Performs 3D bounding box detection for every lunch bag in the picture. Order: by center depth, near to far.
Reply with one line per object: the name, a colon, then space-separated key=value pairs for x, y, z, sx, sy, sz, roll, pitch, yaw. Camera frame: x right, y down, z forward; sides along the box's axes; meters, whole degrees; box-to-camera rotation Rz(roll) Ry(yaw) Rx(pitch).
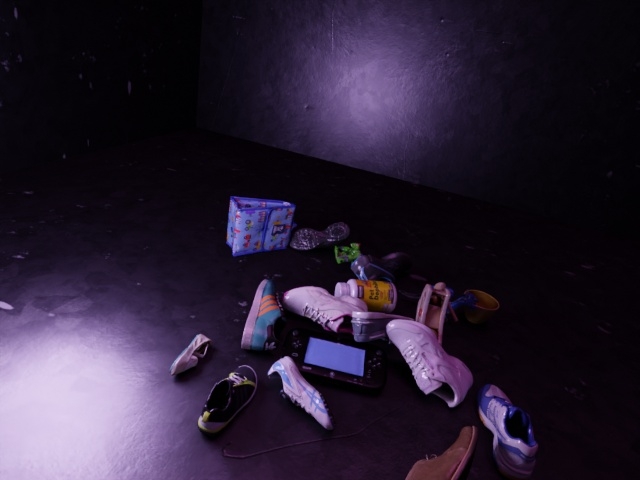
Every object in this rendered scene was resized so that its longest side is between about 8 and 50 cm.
lunch bag: x=-0.245 y=-0.065 z=1.810 sx=0.293 sy=0.221 sz=0.138 roll=-3 pitch=29 yaw=-27

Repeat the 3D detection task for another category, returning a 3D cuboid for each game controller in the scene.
game controller: x=0.042 y=0.355 z=1.240 sx=0.319 sy=0.067 sz=0.166 roll=12 pitch=25 yaw=3

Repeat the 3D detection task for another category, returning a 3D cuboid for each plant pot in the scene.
plant pot: x=0.617 y=0.271 z=1.628 sx=0.134 sy=0.095 sz=0.134 roll=9 pitch=25 yaw=-4

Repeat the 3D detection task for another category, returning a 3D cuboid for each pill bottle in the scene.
pill bottle: x=0.166 y=0.206 z=1.544 sx=0.215 sy=0.117 sz=0.117 roll=5 pitch=26 yaw=-13

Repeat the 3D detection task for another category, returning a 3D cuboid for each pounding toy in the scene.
pounding toy: x=0.419 y=0.248 z=1.428 sx=0.155 sy=0.154 sz=0.269 roll=13 pitch=60 yaw=4

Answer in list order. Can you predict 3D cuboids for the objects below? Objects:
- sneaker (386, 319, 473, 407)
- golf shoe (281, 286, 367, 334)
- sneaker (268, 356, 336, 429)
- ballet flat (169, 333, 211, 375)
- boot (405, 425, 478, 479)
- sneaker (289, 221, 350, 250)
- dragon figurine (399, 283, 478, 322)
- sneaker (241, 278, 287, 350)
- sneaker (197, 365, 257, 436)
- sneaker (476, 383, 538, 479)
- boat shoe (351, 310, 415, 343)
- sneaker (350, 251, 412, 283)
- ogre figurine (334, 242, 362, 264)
sneaker: x=0.314 y=0.358 z=1.232 sx=0.305 sy=0.114 sz=0.152 roll=40 pitch=40 yaw=12
golf shoe: x=0.015 y=0.242 z=1.416 sx=0.306 sy=0.115 sz=0.140 roll=10 pitch=29 yaw=-2
sneaker: x=-0.049 y=0.410 z=1.091 sx=0.086 sy=0.085 sz=0.237 roll=-39 pitch=54 yaw=-17
ballet flat: x=-0.356 y=0.319 z=1.159 sx=0.052 sy=0.057 sz=0.168 roll=24 pitch=26 yaw=3
boot: x=0.284 y=0.523 z=0.962 sx=0.115 sy=0.112 sz=0.305 roll=15 pitch=25 yaw=33
sneaker: x=0.000 y=0.000 z=1.915 sx=0.286 sy=0.109 sz=0.130 roll=-7 pitch=-19 yaw=6
dragon figurine: x=0.461 y=0.216 z=1.601 sx=0.289 sy=0.144 sz=0.085 roll=30 pitch=18 yaw=32
sneaker: x=-0.166 y=0.244 z=1.347 sx=0.121 sy=0.108 sz=0.302 roll=12 pitch=33 yaw=-2
sneaker: x=-0.221 y=0.380 z=1.036 sx=0.084 sy=0.097 sz=0.235 roll=17 pitch=26 yaw=10
sneaker: x=0.510 y=0.478 z=1.110 sx=0.112 sy=0.131 sz=0.296 roll=10 pitch=24 yaw=0
boat shoe: x=0.211 y=0.294 z=1.384 sx=0.116 sy=0.099 sz=0.319 roll=-4 pitch=-14 yaw=40
sneaker: x=0.280 y=0.139 z=1.777 sx=0.341 sy=0.125 sz=0.140 roll=-5 pitch=58 yaw=-38
ogre figurine: x=0.125 y=0.061 z=1.864 sx=0.118 sy=0.097 sz=0.197 roll=-2 pitch=-7 yaw=-2
